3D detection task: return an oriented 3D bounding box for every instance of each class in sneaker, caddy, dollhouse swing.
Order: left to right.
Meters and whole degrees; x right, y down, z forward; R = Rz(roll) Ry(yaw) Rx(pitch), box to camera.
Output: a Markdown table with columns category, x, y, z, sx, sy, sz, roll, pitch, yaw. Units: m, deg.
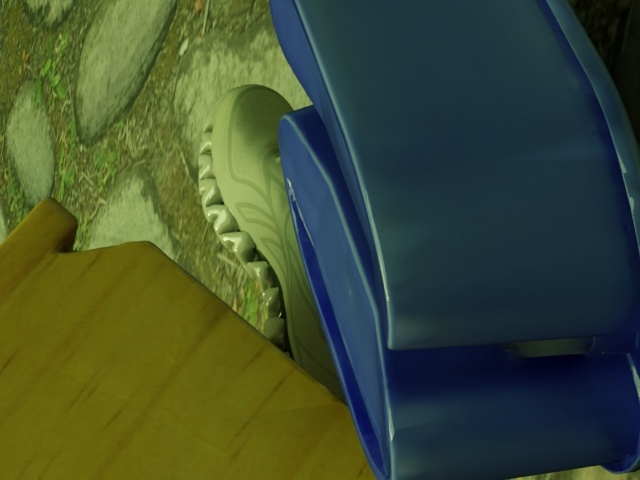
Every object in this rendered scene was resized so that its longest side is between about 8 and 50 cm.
| category | x | y | z | sx | sy | sz | roll | pitch | yaw |
| --- | --- | --- | --- | --- | --- | --- | --- | --- | --- |
| dollhouse swing | -0.120 | 0.220 | 1.285 | 0.315 | 0.347 | 0.305 | -49 | -13 | -10 |
| sneaker | 0.000 | 0.000 | 1.331 | 0.118 | 0.110 | 0.292 | -50 | 47 | 39 |
| caddy | 0.088 | -0.026 | 1.039 | 0.241 | 0.179 | 0.341 | 86 | 170 | -45 |
